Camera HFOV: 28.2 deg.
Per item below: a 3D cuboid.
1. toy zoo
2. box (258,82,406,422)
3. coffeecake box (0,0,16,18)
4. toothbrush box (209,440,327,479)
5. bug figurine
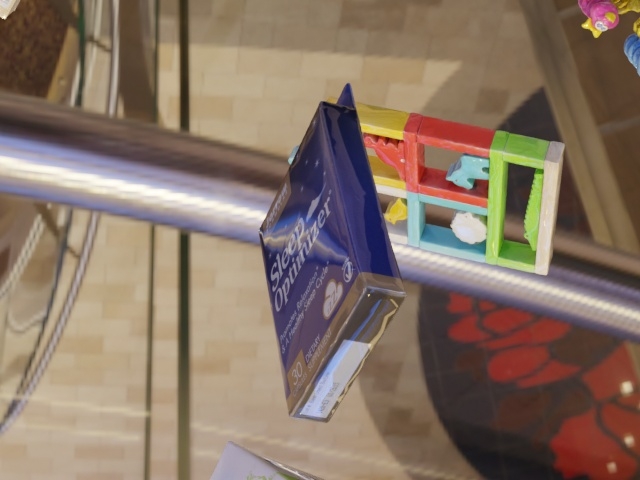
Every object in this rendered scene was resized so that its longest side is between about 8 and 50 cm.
[{"bbox_3d":[0.105,-0.059,1.347,0.293,0.030,0.192,13,145,14],"label":"toy zoo"},{"bbox_3d":[0.000,0.000,0.912,0.037,0.225,0.136,11,131,-20],"label":"box"},{"bbox_3d":[-0.345,-0.329,1.419,0.068,0.185,0.142,27,97,-15],"label":"coffeecake box"},{"bbox_3d":[0.015,0.250,0.631,0.122,0.283,0.206,28,85,-30],"label":"toothbrush box"},{"bbox_3d":[0.322,-0.303,1.545,0.279,0.216,0.072,37,112,-24],"label":"bug figurine"}]
